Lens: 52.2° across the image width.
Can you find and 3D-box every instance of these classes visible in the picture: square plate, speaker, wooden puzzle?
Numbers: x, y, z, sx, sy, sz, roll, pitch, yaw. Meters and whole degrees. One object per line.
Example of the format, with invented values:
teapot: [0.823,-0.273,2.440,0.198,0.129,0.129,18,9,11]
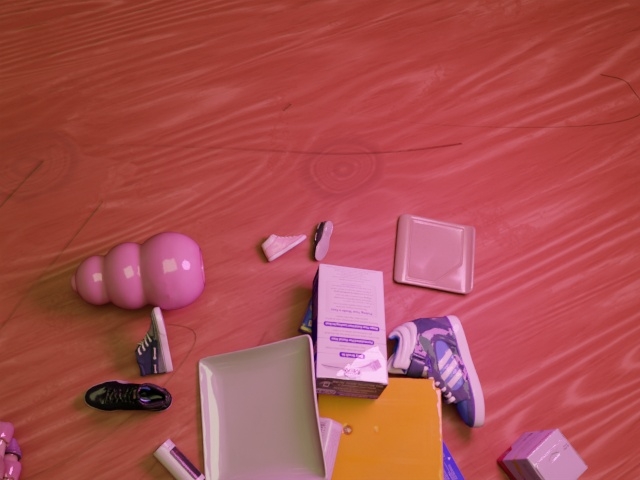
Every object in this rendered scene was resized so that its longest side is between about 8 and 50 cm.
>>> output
square plate: [-0.146,0.437,1.631,0.344,0.049,0.347,-16,69,24]
speaker: [-0.352,0.560,1.625,0.136,0.055,0.055,45,68,7]
wooden puzzle: [0.344,0.042,1.977,0.239,0.044,0.220,9,69,-4]

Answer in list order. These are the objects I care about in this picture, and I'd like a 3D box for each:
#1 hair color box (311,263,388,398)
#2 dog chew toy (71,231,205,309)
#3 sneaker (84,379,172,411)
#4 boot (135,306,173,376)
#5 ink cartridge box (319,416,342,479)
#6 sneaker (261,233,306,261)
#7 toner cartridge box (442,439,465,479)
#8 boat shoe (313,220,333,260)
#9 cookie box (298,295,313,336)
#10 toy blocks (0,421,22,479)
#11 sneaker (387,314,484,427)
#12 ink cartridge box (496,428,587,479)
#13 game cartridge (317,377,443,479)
hair color box: [0.072,0.236,1.733,0.185,0.110,0.338,8,52,-9]
dog chew toy: [-0.473,0.090,1.702,0.332,0.206,0.206,-7,72,-6]
sneaker: [-0.479,0.381,1.627,0.217,0.121,0.079,5,69,-11]
boot: [-0.433,0.263,1.666,0.086,0.069,0.189,-10,113,-13]
ink cartridge box: [-0.100,0.580,1.631,0.261,0.066,0.296,0,64,33]
sneaker: [-0.109,0.001,1.884,0.134,0.051,0.070,-31,85,-16]
toner cartridge box: [0.271,0.613,1.730,0.165,0.075,0.347,-24,77,-18]
boat shoe: [0.000,0.000,1.916,0.046,0.038,0.125,33,66,-45]
cookie box: [0.000,0.220,1.833,0.092,0.040,0.107,23,67,-3]
toy blocks: [-0.829,0.444,1.444,0.289,0.308,0.260,-2,45,-11]
sneaker: [0.300,0.375,1.808,0.236,0.130,0.322,-11,78,-6]
ink cartridge box: [0.590,0.597,1.750,0.128,0.176,0.127,-34,80,-21]
game cartridge: [0.149,0.493,1.675,0.324,0.052,0.285,0,60,7]
